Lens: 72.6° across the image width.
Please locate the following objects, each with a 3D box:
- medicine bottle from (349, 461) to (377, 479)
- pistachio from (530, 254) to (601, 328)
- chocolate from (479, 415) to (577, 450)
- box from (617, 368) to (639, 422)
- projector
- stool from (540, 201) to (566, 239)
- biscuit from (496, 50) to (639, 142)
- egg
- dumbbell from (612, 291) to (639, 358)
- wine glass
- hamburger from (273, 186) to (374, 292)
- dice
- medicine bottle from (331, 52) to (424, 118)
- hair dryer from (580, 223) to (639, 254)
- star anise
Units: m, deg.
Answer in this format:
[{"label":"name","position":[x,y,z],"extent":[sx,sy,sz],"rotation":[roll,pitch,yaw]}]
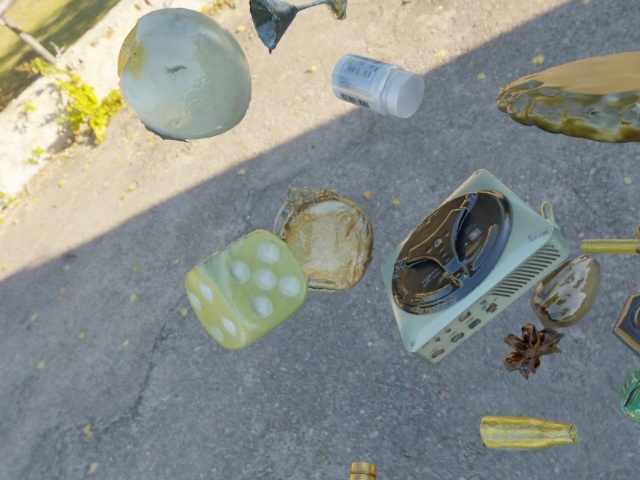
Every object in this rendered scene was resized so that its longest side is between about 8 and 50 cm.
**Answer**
[{"label":"medicine bottle","position":[0.139,0.864,1.471],"extent":[0.096,0.096,0.192],"rotation":[-12,44,24]},{"label":"pistachio","position":[0.812,0.174,1.422],"extent":[0.260,0.213,0.163],"rotation":[-42,39,5]},{"label":"chocolate","position":[0.489,0.455,1.032],"extent":[0.219,0.085,0.086],"rotation":[-29,44,48]},{"label":"box","position":[0.899,0.439,1.089],"extent":[0.250,0.180,0.103],"rotation":[30,103,29]},{"label":"projector","position":[0.210,0.024,0.686],"extent":[0.257,0.079,0.259],"rotation":[-47,20,19]},{"label":"stool","position":[0.763,-0.025,1.585],"extent":[0.195,0.195,0.199],"rotation":[1,27,13]},{"label":"biscuit","position":[0.450,-0.222,0.660],"extent":[0.329,0.078,0.335],"rotation":[-4,31,12]},{"label":"egg","position":[-0.297,-0.407,0.990],"extent":[0.337,0.201,0.337],"rotation":[7,67,-16]},{"label":"dumbbell","position":[0.668,0.216,0.761],"extent":[0.144,0.325,0.160],"rotation":[-45,20,13]},{"label":"wine glass","position":[-0.054,-0.611,1.148],"extent":[0.232,0.156,0.156],"rotation":[-27,47,-18]},{"label":"hamburger","position":[0.000,0.000,1.052],"extent":[0.243,0.286,0.146],"rotation":[-41,11,0]},{"label":"dice","position":[-0.140,0.092,0.831],"extent":[0.169,0.169,0.166],"rotation":[-34,2,-38]},{"label":"medicine bottle","position":[0.118,-0.326,0.920],"extent":[0.186,0.103,0.103],"rotation":[34,81,37]},{"label":"hair dryer","position":[0.809,0.009,1.144],"extent":[0.090,0.135,0.278],"rotation":[-49,14,-13]},{"label":"star anise","position":[0.655,0.342,1.377],"extent":[0.196,0.212,0.111],"rotation":[-8,40,-24]}]
